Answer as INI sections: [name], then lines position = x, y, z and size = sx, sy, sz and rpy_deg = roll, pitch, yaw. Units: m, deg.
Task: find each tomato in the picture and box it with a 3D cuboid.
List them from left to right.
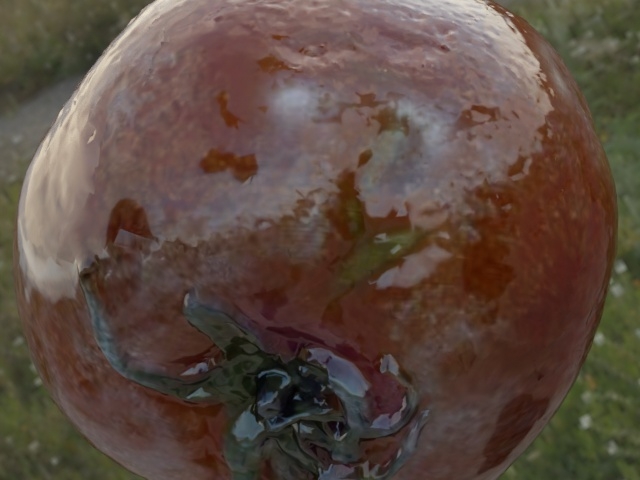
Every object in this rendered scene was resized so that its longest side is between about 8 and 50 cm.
[tomato]
position = -0.004, -0.002, 0.601
size = 0.232, 0.232, 0.188
rpy_deg = -22, 28, 30
